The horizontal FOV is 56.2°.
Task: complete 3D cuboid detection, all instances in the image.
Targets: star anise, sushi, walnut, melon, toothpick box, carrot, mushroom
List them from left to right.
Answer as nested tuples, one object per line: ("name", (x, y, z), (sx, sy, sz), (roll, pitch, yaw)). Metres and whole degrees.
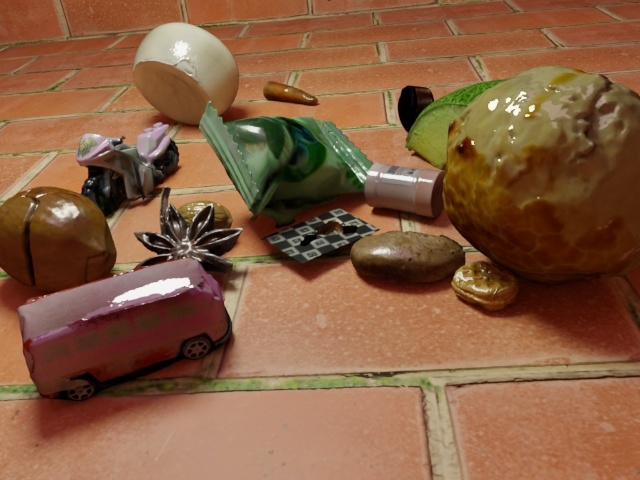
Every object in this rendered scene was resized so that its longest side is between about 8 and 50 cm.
("walnut", (-0.494, -0.007, 1.125), (0.298, 0.203, 0.203), (7, 33, 35))
("star anise", (-0.255, 0.014, 1.116), (0.230, 0.081, 0.262), (-26, 58, -3))
("walnut", (-0.239, -0.034, 1.217), (0.124, 0.105, 0.105), (-7, 30, 11))
("carrot", (-0.093, -0.477, 1.969), (0.210, 0.061, 0.061), (20, 40, 30))
("sushi", (0.000, 0.000, 1.179), (0.201, 0.031, 0.139), (-22, 34, -30))
("mushroom", (0.147, 0.032, 1.060), (0.210, 0.072, 0.094), (6, 42, 19))
("toothpick box", (0.179, -0.106, 1.255), (0.149, 0.098, 0.098), (12, 35, 28))
("melon", (0.426, -0.274, 1.426), (0.343, 0.226, 0.331), (-23, -7, -23))

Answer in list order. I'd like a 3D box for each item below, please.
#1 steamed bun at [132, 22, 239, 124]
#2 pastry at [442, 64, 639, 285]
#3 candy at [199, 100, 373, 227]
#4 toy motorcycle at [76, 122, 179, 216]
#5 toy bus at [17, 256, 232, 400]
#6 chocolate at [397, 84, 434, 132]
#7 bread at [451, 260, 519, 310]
("steamed bun", (-0.399, -0.512, 1.819), (0.324, 0.324, 0.206), (11, 62, 27))
("pastry", (0.375, -0.090, 0.969), (0.388, 0.312, 0.388), (34, 10, -7))
("candy", (-0.047, -0.180, 1.293), (0.398, 0.172, 0.263), (-14, 63, -38))
("toy motorcycle", (-0.463, -0.199, 1.441), (0.143, 0.188, 0.327), (4, 32, 29))
("toy bus", (-0.292, 0.130, 0.917), (0.303, 0.147, 0.127), (-18, 38, -16))
("chocolate", (0.270, -0.356, 1.630), (0.080, 0.148, 0.125), (-11, 69, -9))
("bread", (0.271, 0.075, 0.992), (0.083, 0.044, 0.111), (-29, 36, -27))
